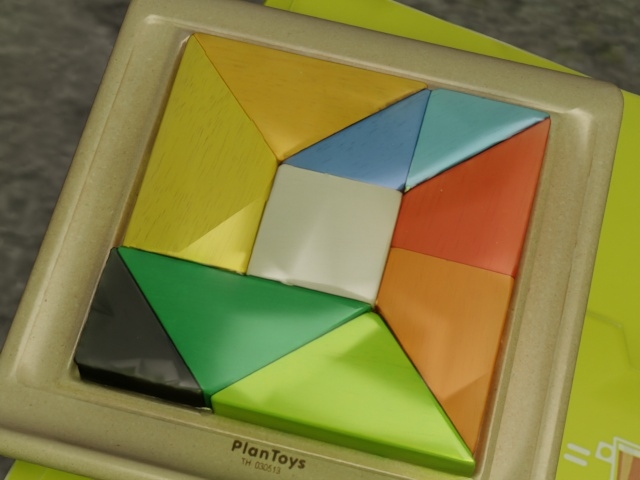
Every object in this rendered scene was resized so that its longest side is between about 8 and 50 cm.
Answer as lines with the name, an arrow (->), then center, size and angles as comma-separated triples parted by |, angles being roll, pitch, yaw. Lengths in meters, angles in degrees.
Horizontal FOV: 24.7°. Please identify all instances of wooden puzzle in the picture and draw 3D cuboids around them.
wooden puzzle -> 0.000, 0.000, 0.590 | 0.221, 0.044, 0.238 | 13, 61, 5

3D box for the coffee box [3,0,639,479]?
coffee box -> 0.059, 0.134, 0.737 | 0.338, 0.334, 0.338 | 22, 61, 7
